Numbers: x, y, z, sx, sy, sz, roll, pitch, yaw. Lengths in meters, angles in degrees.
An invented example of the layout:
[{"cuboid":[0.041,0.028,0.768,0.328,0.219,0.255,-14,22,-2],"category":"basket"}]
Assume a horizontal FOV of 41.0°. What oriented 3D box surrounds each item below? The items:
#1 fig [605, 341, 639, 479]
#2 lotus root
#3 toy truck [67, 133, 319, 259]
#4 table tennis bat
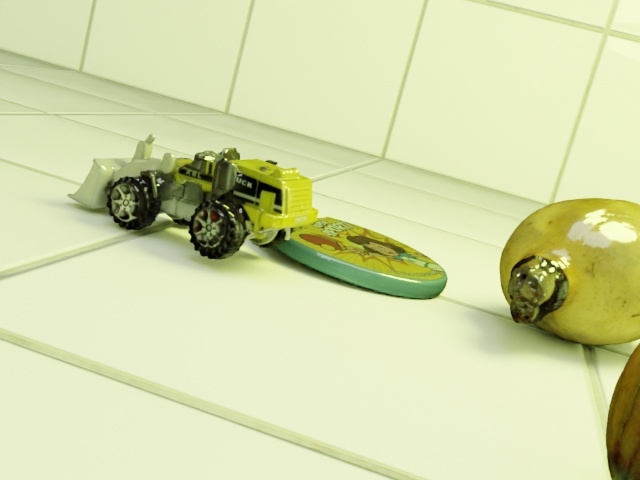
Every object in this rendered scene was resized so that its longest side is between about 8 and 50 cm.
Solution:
[{"cuboid":[0.242,0.126,0.520,0.148,0.149,0.202,46,47,9],"category":"fig"},{"cuboid":[0.292,0.037,0.958,0.310,0.182,0.183,-6,23,-46],"category":"lotus root"},{"cuboid":[-0.141,-0.056,0.951,0.286,0.111,0.136,14,12,27],"category":"toy truck"},{"cuboid":[0.000,0.000,1.058,0.329,0.044,0.215,21,15,19],"category":"table tennis bat"}]
